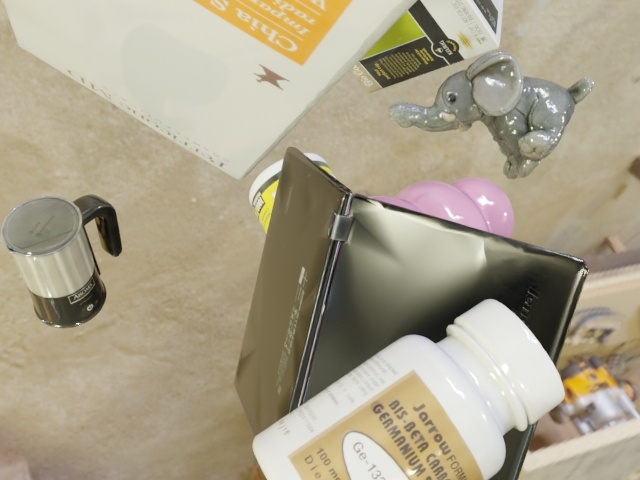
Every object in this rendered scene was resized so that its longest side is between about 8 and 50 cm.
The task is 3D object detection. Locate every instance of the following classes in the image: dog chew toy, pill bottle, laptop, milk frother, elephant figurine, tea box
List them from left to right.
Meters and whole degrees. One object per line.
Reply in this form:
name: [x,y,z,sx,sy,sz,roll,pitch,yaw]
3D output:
milk frother: [-0.310,0.002,0.881,0.143,0.129,0.135,17,141,12]
pill bottle: [0.000,0.000,1.605,0.188,0.334,0.188,-24,155,-12]
laptop: [0.072,0.122,1.006,0.236,0.408,0.382,9,105,-21]
tea box: [0.153,-0.517,1.579,0.323,0.220,0.329,-13,142,35]
pill bottle: [0.073,0.151,0.628,0.229,0.131,0.131,-33,143,-8]
dog chew toy: [0.153,0.005,1.159,0.332,0.206,0.206,-26,145,-26]
elephant figurine: [0.265,-0.221,1.235,0.186,0.239,0.169,-55,-178,-36]

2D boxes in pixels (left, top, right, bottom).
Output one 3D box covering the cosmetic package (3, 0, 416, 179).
cosmetic package: [-0.070,-0.193,0.476,0.230,0.453,0.161,31,78,-9]
